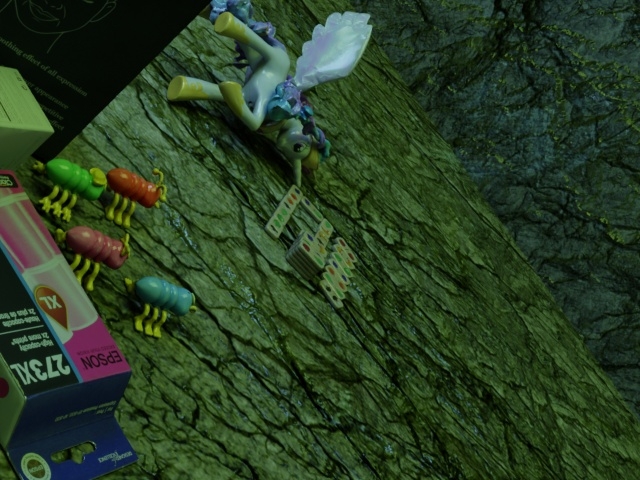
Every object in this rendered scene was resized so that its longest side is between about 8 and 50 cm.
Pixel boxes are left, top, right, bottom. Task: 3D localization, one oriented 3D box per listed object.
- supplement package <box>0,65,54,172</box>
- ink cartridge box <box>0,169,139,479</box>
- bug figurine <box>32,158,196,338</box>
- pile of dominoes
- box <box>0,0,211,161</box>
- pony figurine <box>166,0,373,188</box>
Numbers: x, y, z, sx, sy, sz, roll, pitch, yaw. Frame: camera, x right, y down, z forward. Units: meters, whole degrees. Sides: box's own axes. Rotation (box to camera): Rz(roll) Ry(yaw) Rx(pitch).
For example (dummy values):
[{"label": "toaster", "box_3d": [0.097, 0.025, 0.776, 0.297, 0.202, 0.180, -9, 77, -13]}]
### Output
[{"label": "supplement package", "box_3d": [-0.420, -0.139, 1.192, 0.105, 0.105, 0.179, 57, 23, 14]}, {"label": "ink cartridge box", "box_3d": [-0.320, 0.085, 1.098, 0.370, 0.069, 0.176, 58, 23, 12]}, {"label": "bug figurine", "box_3d": [-0.262, -0.015, 1.346, 0.216, 0.072, 0.279, 24, 34, -47]}, {"label": "pile of dominoes", "box_3d": [0.000, 0.000, 1.867, 0.196, 0.040, 0.251, 47, 23, -9]}, {"label": "box", "box_3d": [-0.337, -0.348, 1.293, 0.294, 0.395, 0.212, 34, 28, -36]}, {"label": "pony figurine", "box_3d": [-0.096, -0.316, 1.943, 0.363, 0.303, 0.350, 33, 60, -44]}]
